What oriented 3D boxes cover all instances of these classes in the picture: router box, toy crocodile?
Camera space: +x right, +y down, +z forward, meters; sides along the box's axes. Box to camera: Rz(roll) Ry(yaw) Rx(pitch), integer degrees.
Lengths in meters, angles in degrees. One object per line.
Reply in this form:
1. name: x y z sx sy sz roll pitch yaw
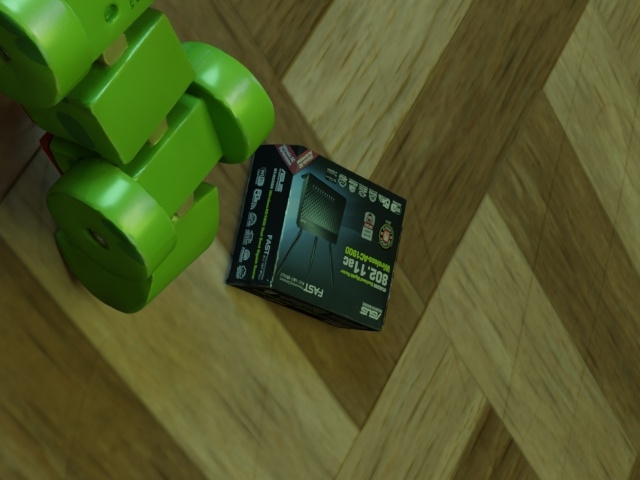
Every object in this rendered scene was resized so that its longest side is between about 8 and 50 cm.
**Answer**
1. router box: 0.000 0.000 1.020 0.122 0.038 0.092 23 74 -49
2. toy crocodile: -0.108 -0.086 0.753 0.115 0.105 0.340 -53 151 -25
